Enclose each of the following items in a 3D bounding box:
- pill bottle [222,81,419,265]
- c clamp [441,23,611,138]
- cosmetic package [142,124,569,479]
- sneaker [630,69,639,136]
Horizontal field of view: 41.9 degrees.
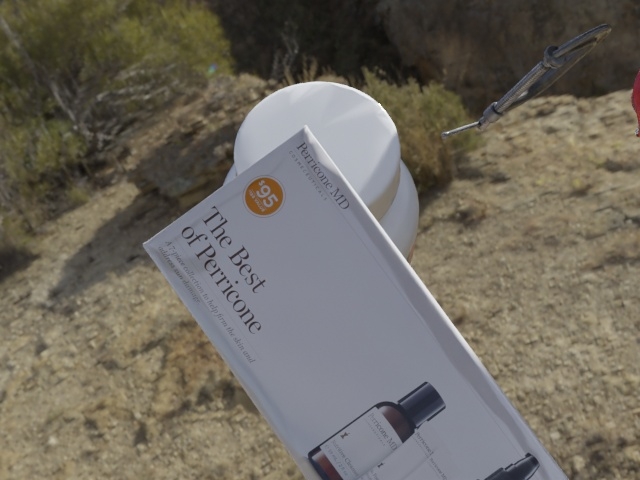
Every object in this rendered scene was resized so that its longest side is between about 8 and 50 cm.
[{"bbox_3d":[0.000,0.000,0.782,0.176,0.318,0.176,-1,63,1],"label":"pill bottle"},{"bbox_3d":[0.212,-0.156,0.830,0.137,0.022,0.161,-24,-12,-36],"label":"c clamp"},{"bbox_3d":[0.026,0.071,0.399,0.099,0.239,0.060,-37,-5,-2],"label":"cosmetic package"},{"bbox_3d":[0.172,-0.056,0.339,0.118,0.042,0.067,2,11,-44],"label":"sneaker"}]
